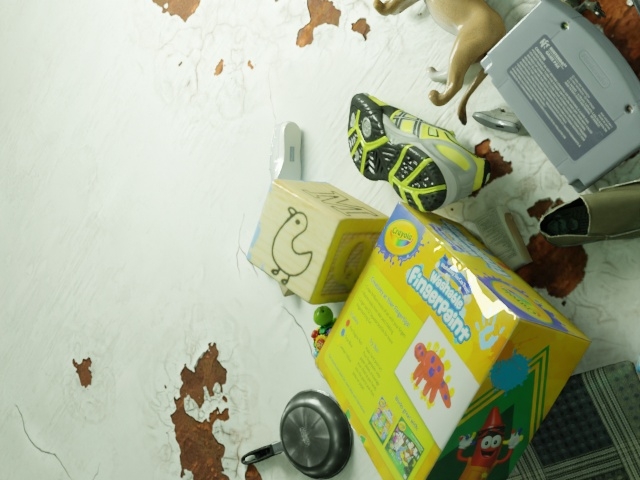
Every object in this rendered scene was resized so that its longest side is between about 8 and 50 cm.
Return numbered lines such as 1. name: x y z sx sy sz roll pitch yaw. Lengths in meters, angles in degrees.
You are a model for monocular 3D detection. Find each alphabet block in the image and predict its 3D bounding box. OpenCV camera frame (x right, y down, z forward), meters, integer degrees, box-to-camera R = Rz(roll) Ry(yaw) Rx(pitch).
1. alphabet block: 0.000 0.000 1.759 0.197 0.193 0.192 31 111 35

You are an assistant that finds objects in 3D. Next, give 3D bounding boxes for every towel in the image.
1. towel: 0.443 0.388 1.447 0.312 0.056 0.324 -26 87 26

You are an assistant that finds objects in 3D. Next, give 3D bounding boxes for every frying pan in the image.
1. frying pan: -0.069 0.424 1.917 0.326 0.053 0.197 -1 89 36

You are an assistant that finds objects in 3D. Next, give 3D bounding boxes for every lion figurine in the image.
1. lion figurine: 0.248 -0.436 1.608 0.240 0.142 0.392 -35 83 26

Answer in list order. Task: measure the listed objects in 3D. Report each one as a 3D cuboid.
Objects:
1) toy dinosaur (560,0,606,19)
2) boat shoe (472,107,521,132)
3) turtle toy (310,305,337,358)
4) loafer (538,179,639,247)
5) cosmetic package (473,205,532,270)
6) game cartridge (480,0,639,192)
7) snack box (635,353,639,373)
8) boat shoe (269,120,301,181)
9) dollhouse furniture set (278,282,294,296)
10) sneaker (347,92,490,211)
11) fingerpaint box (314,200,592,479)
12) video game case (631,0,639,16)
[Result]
1. toy dinosaur: 0.427 -0.402 1.492 0.118 0.064 0.268 -24 72 44
2. boat shoe: 0.328 -0.227 1.594 0.100 0.035 0.035 21 77 41
3. turtle toy: 0.017 0.202 1.827 0.095 0.066 0.130 -12 83 39
4. loafer: 0.475 -0.040 1.438 0.251 0.087 0.094 -22 77 37
5. cosmetic package: 0.334 0.000 1.583 0.060 0.041 0.115 -31 72 35
6. game cartridge: 0.422 -0.250 1.455 0.294 0.060 0.196 57 136 10
7. snack box: 0.625 0.084 1.335 0.187 0.060 0.322 20 103 38
8. boat shoe: -0.087 -0.171 1.912 0.063 0.066 0.184 4 96 53
9. dollhouse furniture set: -0.116 0.083 1.934 0.081 0.091 0.114 -37 70 50
10. sneaker: 0.174 -0.172 1.663 0.385 0.147 0.145 51 144 47
11. fingerpaint box: 0.200 0.195 1.492 0.371 0.163 0.445 -64 28 15
12. video game case: 0.600 -0.492 1.364 0.275 0.035 0.248 -31 72 35
